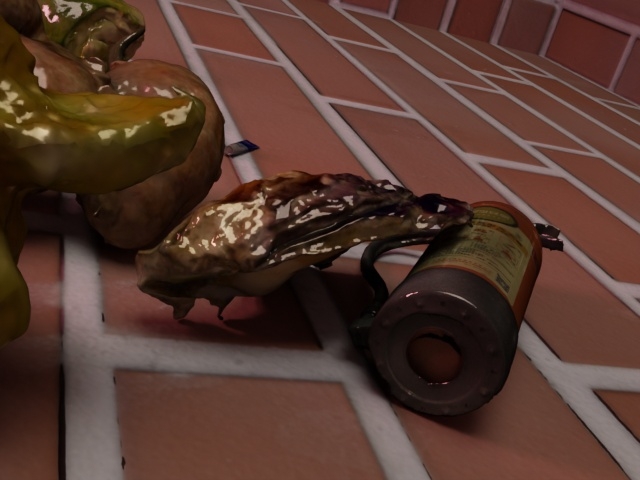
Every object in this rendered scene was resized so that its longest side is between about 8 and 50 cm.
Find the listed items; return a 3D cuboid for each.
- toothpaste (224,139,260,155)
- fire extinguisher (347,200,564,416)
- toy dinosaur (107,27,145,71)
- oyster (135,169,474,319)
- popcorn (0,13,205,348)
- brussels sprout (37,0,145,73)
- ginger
[{"bbox_3d":[-0.111,-0.131,1.138,0.024,0.015,0.083,30,20,11],"label":"toothpaste"},{"bbox_3d":[0.126,0.025,0.811,0.200,0.113,0.376,22,24,15],"label":"fire extinguisher"},{"bbox_3d":[-0.224,-0.198,1.125,0.187,0.087,0.179,34,24,-7],"label":"toy dinosaur"},{"bbox_3d":[-0.003,-0.010,0.740,0.271,0.275,0.100,32,35,-74],"label":"oyster"},{"bbox_3d":[-0.279,-0.057,0.513,0.321,0.290,0.326,22,41,-32],"label":"popcorn"},{"bbox_3d":[-0.376,-0.343,1.286,0.145,0.131,0.183,32,32,21],"label":"brussels sprout"},{"bbox_3d":[-0.234,-0.121,0.779,0.304,0.155,0.245,28,48,-37],"label":"ginger"}]
